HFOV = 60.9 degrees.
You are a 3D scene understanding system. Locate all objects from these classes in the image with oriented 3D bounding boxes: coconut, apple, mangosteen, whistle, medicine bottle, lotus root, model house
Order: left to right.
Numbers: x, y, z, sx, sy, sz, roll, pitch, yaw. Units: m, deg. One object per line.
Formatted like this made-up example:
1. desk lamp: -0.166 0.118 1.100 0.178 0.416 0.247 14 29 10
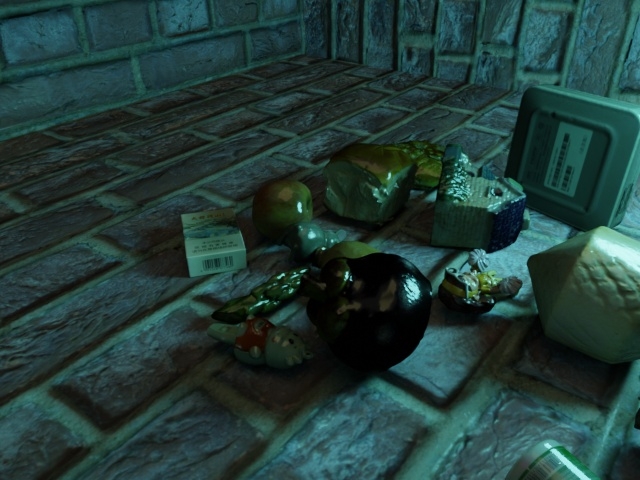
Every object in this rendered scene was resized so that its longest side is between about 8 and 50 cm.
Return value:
1. whistle: -0.134 0.224 1.208 0.253 0.106 0.102 10 -8 18
2. apple: -0.115 -0.091 1.636 0.174 0.188 0.188 -1 31 8
3. lotus root: 0.103 0.081 1.402 0.303 0.131 0.146 26 39 36
4. mangosteen: 0.094 0.144 1.181 0.287 0.233 0.287 -4 57 6
5. model house: 0.485 -0.121 1.638 0.284 0.243 0.298 12 45 11
6. coconut: 0.618 0.111 1.218 0.329 0.329 0.329 0 31 0
7. medicine bottle: 0.417 0.440 0.812 0.133 0.133 0.274 -17 35 -25

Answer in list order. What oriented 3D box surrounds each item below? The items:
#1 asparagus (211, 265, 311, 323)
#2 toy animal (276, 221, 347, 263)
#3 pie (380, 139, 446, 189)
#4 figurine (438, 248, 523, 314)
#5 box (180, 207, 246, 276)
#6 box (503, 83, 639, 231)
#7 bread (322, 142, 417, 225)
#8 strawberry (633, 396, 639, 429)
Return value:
1. asparagus: -0.133 0.139 1.366 0.287 0.080 0.080 -32 43 -29
2. toy animal: 0.000 0.007 1.548 0.236 0.138 0.108 -1 48 -32
3. pie: 0.386 -0.286 2.031 0.354 0.103 0.288 25 39 29
4. figurine: 0.402 0.115 1.362 0.240 0.116 0.175 -10 35 -27
5. box: -0.317 -0.001 1.601 0.164 0.069 0.256 -9 33 -13
6. box: 0.780 -0.260 1.703 0.111 0.396 0.396 -19 35 -33
7. bread: 0.163 -0.203 1.779 0.250 0.225 0.279 20 32 27
8. strawberry: 0.717 0.375 0.923 0.336 0.149 0.265 22 30 15
